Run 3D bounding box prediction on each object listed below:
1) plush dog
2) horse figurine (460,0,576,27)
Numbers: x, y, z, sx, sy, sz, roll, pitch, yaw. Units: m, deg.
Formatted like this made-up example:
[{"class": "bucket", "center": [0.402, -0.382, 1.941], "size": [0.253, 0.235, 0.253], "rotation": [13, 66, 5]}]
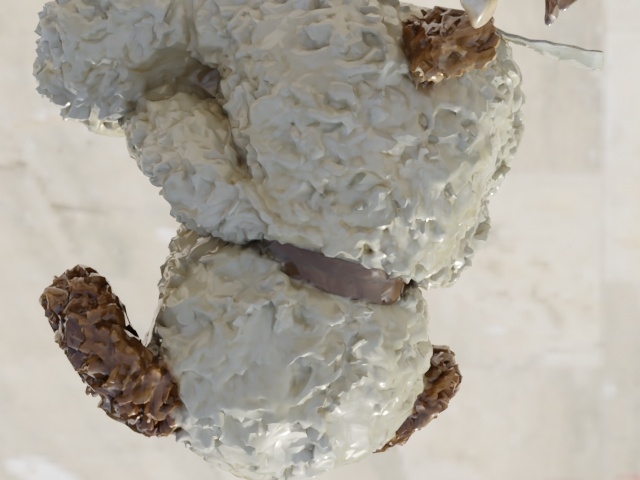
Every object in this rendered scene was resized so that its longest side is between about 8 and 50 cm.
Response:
[{"class": "plush dog", "center": [0.000, 0.000, 0.902], "size": [0.262, 0.225, 0.210], "rotation": [12, -175, -30]}, {"class": "horse figurine", "center": [0.001, -0.147, 0.646], "size": [0.174, 0.066, 0.263], "rotation": [51, 166, -33]}]
